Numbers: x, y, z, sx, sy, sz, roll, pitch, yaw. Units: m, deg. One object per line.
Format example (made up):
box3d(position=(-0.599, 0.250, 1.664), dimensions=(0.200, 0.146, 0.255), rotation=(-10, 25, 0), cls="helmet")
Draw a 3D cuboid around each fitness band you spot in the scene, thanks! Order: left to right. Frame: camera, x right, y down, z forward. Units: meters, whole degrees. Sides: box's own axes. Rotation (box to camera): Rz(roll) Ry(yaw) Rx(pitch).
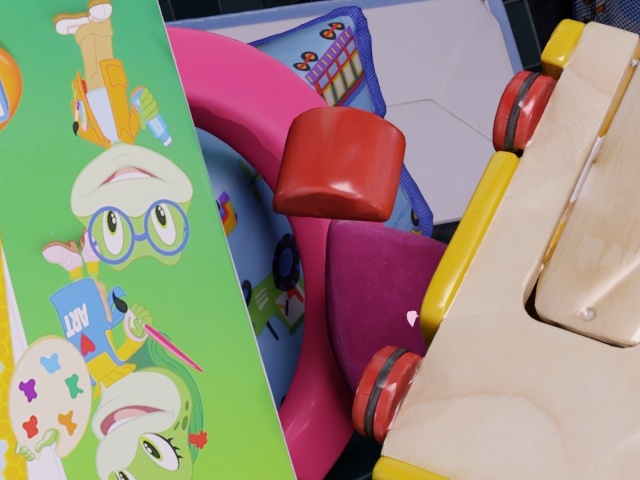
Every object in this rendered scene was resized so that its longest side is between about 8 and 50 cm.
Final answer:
box3d(position=(-0.097, 0.035, 0.688), dimensions=(0.291, 0.209, 0.054), rotation=(-18, 3, -33), cls="fitness band")

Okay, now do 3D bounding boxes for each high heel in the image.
box3d(position=(0.105, 0.019, 0.755), dimensions=(0.244, 0.117, 0.082), rotation=(-19, 4, -31), cls="high heel")

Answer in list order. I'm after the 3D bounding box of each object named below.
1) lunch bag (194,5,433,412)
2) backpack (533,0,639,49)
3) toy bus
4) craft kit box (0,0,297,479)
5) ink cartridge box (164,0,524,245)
box3d(position=(-0.129, 0.008, 0.925), dimensions=(0.293, 0.138, 0.221), rotation=(-2, 32, 30), cls="lunch bag")
box3d(position=(0.286, -0.156, 1.319), dimensions=(0.276, 0.263, 0.213), rotation=(-33, 54, -29), cls="backpack")
box3d(position=(0.084, 0.037, 0.577), dimensions=(0.202, 0.191, 0.104), rotation=(-21, -31, 0), cls="toy bus")
box3d(position=(-0.116, 0.037, 0.476), dimensions=(0.061, 0.246, 0.250), rotation=(-9, 8, 39), cls="craft kit box")
box3d(position=(-0.069, -0.029, 1.277), dimensions=(0.270, 0.151, 0.395), rotation=(-10, -9, -26), cls="ink cartridge box")
